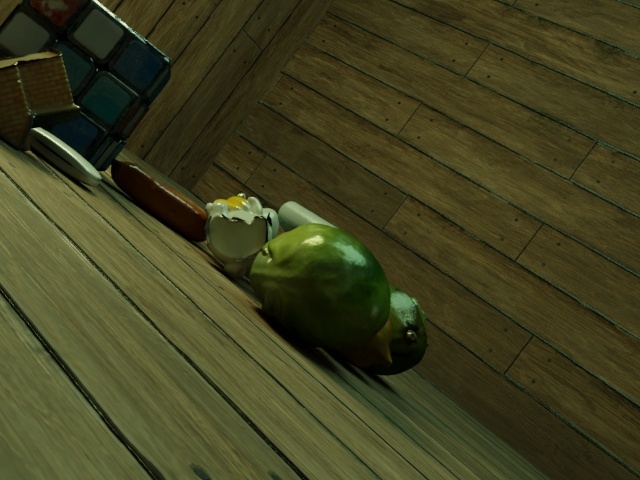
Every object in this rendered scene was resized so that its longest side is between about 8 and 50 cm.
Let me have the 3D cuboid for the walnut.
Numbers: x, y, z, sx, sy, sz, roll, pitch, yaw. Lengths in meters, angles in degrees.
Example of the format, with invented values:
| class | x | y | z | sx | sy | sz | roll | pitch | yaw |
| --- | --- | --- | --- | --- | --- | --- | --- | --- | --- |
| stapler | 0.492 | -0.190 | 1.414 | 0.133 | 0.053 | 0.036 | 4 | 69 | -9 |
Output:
| class | x | y | z | sx | sy | sz | roll | pitch | yaw |
| --- | --- | --- | --- | --- | --- | --- | --- | --- | --- |
| walnut | 0.078 | 0.212 | 1.806 | 0.336 | 0.209 | 0.209 | 42 | 2 | 34 |

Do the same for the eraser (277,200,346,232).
| class | x | y | z | sx | sy | sz | roll | pitch | yaw |
| --- | --- | --- | --- | --- | --- | --- | --- | --- | --- |
| eraser | 0.000 | 0.000 | 1.798 | 0.227 | 0.081 | 0.174 | 34 | -17 | 47 |

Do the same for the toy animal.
| class | x | y | z | sx | sy | sz | roll | pitch | yaw |
| --- | --- | --- | --- | --- | --- | --- | --- | --- | --- |
| toy animal | -0.194 | -0.008 | 1.871 | 0.310 | 0.182 | 0.247 | 35 | 36 | -85 |

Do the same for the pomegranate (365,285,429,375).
| class | x | y | z | sx | sy | sz | roll | pitch | yaw |
| --- | --- | --- | --- | --- | --- | --- | --- | --- | --- |
| pomegranate | 0.165 | 0.266 | 2.027 | 0.260 | 0.260 | 0.340 | 37 | -32 | -29 |

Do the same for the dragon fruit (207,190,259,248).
| class | x | y | z | sx | sy | sz | roll | pitch | yaw |
| --- | --- | --- | --- | --- | --- | --- | --- | --- | --- |
| dragon fruit | -0.250 | -0.032 | 2.120 | 0.274 | 0.192 | 0.193 | -101 | 166 | -61 |

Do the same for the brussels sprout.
| class | x | y | z | sx | sy | sz | roll | pitch | yaw |
| --- | --- | --- | --- | --- | --- | --- | --- | --- | --- |
| brussels sprout | -0.005 | 0.115 | 1.567 | 0.344 | 0.268 | 0.344 | 24 | -32 | 16 |

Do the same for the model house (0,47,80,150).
| class | x | y | z | sx | sy | sz | roll | pitch | yaw |
| --- | --- | --- | --- | --- | --- | --- | --- | --- | --- |
| model house | -0.579 | -0.272 | 1.354 | 0.166 | 0.182 | 0.172 | 31 | -43 | 56 |

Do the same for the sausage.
| class | x | y | z | sx | sy | sz | roll | pitch | yaw |
| --- | --- | --- | --- | --- | --- | --- | --- | --- | --- |
| sausage | -0.428 | -0.104 | 1.878 | 0.348 | 0.094 | 0.097 | 36 | -11 | -27 |

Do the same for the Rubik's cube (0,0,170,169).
| class | x | y | z | sx | sy | sz | roll | pitch | yaw |
| --- | --- | --- | --- | --- | --- | --- | --- | --- | --- |
| Rubik's cube | -0.608 | -0.407 | 1.741 | 0.362 | 0.359 | 0.363 | 35 | 0 | -10 |

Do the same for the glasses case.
| class | x | y | z | sx | sy | sz | roll | pitch | yaw |
| --- | --- | --- | --- | --- | --- | --- | --- | --- | --- |
| glasses case | -0.553 | -0.182 | 1.469 | 0.197 | 0.049 | 0.076 | 37 | -1 | 0 |
